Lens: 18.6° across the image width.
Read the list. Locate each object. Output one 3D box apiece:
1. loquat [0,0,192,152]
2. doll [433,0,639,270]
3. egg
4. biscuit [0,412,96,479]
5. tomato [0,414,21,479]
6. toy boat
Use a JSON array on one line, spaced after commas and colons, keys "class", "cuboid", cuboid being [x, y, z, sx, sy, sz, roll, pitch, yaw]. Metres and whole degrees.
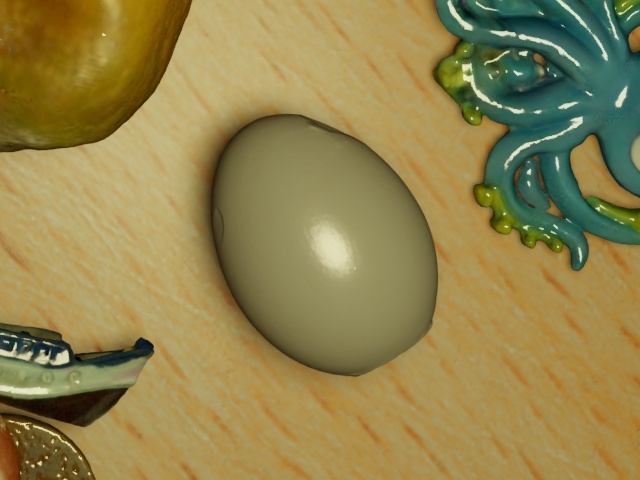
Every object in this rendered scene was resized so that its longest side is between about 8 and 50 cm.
[{"class": "loquat", "cuboid": [-0.224, -0.219, 1.559, 0.276, 0.276, 0.284, -10, 116, -9]}, {"class": "doll", "cuboid": [0.256, -0.148, 1.727, 0.341, 0.099, 0.346, 22, 93, -13]}, {"class": "egg", "cuboid": [0.000, 0.000, 1.658, 0.176, 0.176, 0.232, -29, 95, -6]}, {"class": "biscuit", "cuboid": [-0.295, 0.228, 1.693, 0.208, 0.049, 0.181, 13, 94, -9]}, {"class": "tomato", "cuboid": [-0.328, 0.201, 1.583, 0.214, 0.181, 0.155, -37, 140, 24]}, {"class": "toy boat", "cuboid": [-0.270, 0.072, 1.649, 0.262, 0.114, 0.115, 21, 88, -12]}]
